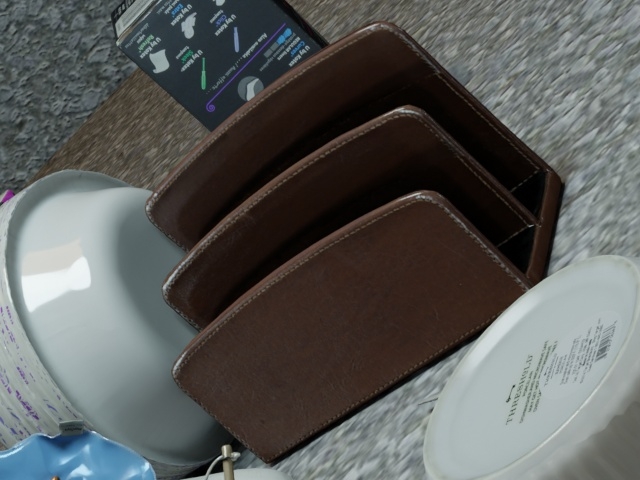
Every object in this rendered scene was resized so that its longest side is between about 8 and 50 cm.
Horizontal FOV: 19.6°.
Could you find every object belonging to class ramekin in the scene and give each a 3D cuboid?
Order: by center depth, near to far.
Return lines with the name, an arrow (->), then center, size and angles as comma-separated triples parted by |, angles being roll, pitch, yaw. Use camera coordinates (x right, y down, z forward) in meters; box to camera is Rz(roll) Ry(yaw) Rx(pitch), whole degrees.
ramekin -> 0.152, 0.104, 1.035 | 0.207, 0.109, 0.207 | -42, 18, 17

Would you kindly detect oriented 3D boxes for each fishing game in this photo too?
fishing game -> -0.180, 0.215, 1.257 | 0.264, 0.041, 0.189 | -8, 70, 9

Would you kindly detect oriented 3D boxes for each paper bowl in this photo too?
paper bowl -> -0.169, 0.070, 1.585 | 0.148, 0.284, 0.284 | -32, 23, 30

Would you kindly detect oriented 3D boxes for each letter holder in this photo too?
letter holder -> 0.000, 0.000, 1.444 | 0.302, 0.214, 0.152 | -35, 21, 34

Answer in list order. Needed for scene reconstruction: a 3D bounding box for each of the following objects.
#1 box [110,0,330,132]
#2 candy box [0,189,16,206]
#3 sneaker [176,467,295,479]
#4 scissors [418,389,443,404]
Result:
box -> -0.068, -0.175, 1.891 | 0.143, 0.270, 0.165 | -46, 17, 8
candy box -> -0.278, 0.082, 1.898 | 0.071, 0.233, 0.159 | -34, 23, 36
sneaker -> -0.147, 0.235, 1.298 | 0.290, 0.106, 0.123 | -13, 27, -3
scissors -> 0.159, 0.076, 1.224 | 0.297, 0.021, 0.109 | -33, 24, 35
